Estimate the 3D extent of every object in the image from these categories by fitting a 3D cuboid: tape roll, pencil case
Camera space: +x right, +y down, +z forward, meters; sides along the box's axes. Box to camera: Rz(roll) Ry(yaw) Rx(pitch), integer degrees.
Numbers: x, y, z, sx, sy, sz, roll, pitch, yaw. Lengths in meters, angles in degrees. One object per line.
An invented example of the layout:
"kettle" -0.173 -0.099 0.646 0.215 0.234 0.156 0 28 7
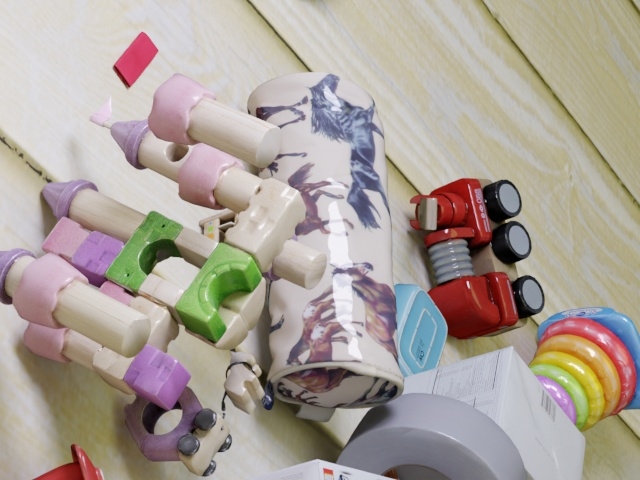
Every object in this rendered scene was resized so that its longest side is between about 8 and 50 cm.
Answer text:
"tape roll" 0.127 0.287 1.947 0.219 0.219 0.072 61 33 -16
"pencil case" 0.000 0.000 1.961 0.160 0.183 0.410 11 61 -30

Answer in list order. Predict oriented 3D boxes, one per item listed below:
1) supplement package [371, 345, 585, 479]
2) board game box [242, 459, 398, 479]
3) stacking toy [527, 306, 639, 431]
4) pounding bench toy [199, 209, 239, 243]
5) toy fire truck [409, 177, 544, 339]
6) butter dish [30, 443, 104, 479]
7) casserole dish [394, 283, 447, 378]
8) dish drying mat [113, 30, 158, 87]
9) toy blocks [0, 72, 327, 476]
"supplement package" 0.190 0.266 2.071 0.194 0.203 0.149 51 36 -30
"board game box" 0.011 0.300 1.783 0.305 0.193 0.053 23 54 -50
"stacking toy" 0.334 0.230 2.401 0.302 0.175 0.166 -34 108 -44
"pounding bench toy" -0.091 0.004 1.890 0.052 0.083 0.065 36 45 -44
"toy fire truck" 0.186 0.018 2.276 0.246 0.158 0.217 0 74 -45
"butter dish" -0.241 0.270 1.492 0.160 0.118 0.160 143 -67 -76
"casserole dish" 0.122 0.133 2.200 0.114 0.037 0.188 55 36 -24
"dish drying mat" -0.209 -0.206 1.893 0.032 0.008 0.083 56 35 -21
"toy blocks" -0.184 0.017 1.651 0.289 0.260 0.309 -56 152 -20
